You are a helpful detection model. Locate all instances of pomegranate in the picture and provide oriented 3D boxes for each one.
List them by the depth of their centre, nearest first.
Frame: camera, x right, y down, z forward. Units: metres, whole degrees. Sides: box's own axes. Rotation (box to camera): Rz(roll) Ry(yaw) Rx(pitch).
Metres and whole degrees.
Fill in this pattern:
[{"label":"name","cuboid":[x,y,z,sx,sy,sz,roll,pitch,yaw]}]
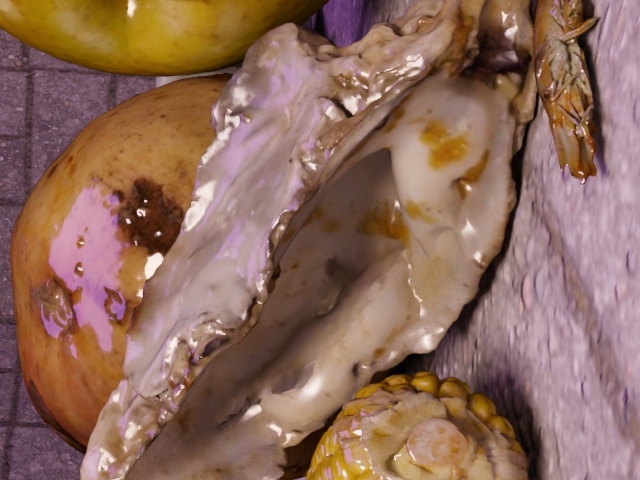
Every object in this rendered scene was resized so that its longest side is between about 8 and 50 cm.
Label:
[{"label":"pomegranate","cuboid":[-0.072,0.027,0.812,0.281,0.281,0.281,-177,90,-80]}]

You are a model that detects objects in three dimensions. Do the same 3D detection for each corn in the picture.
[{"label":"corn","cuboid":[0.033,0.149,0.641,0.293,0.106,0.106,107,164,-65]}]

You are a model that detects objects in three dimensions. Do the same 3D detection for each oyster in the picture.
[{"label":"oyster","cuboid":[-0.004,-0.002,0.614,0.110,0.166,0.341,43,116,51]}]

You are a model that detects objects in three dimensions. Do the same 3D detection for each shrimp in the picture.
[{"label":"shrimp","cuboid":[0.108,-0.082,0.497,0.083,0.023,0.114,116,159,-59]}]

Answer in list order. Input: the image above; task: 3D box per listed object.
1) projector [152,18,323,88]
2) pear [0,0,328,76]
[{"label":"projector","cuboid":[-0.085,-0.132,1.197,0.242,0.163,0.177,97,169,-46]},{"label":"pear","cuboid":[-0.114,-0.302,0.851,0.362,0.362,0.418,107,172,-53]}]
